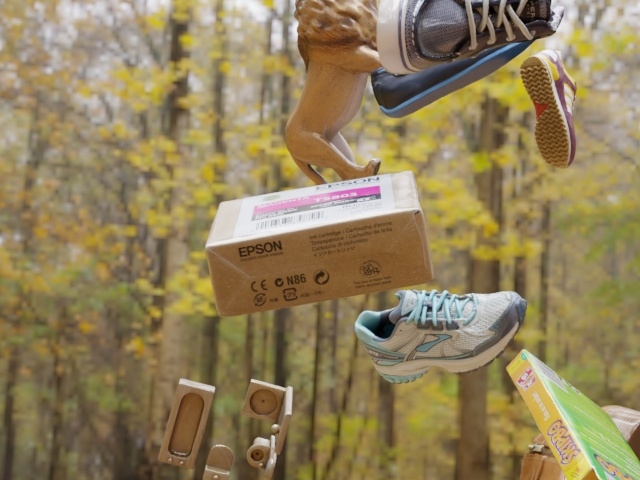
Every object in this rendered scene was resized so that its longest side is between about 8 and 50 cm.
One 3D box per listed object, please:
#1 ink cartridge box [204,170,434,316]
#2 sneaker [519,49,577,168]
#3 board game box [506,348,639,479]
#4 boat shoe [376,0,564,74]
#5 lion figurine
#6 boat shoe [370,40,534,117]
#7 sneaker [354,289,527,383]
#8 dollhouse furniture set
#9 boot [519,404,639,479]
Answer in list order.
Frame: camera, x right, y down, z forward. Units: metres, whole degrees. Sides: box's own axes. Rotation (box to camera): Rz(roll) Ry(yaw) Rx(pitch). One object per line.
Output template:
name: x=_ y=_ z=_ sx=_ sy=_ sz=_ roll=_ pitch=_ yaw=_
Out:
ink cartridge box: x=0.000 y=0.000 z=1.557 sx=0.235 sy=0.088 sz=0.193 roll=-10 pitch=16 yaw=3
sneaker: x=0.374 y=-0.207 z=2.210 sx=0.070 sy=0.185 sz=0.084 roll=-2 pitch=16 yaw=46
board game box: x=0.253 y=0.196 z=1.297 sx=0.124 sy=0.039 sz=0.259 roll=37 pitch=9 yaw=-18
boat shoe: x=0.196 y=-0.286 z=1.750 sx=0.158 sy=0.127 sz=0.340 roll=4 pitch=23 yaw=24
lion figurine: x=0.022 y=-0.227 z=2.228 sx=0.240 sy=0.392 sz=0.142 roll=25 pitch=15 yaw=16
boat shoe: x=0.193 y=-0.273 z=2.065 sx=0.258 sy=0.089 sz=0.109 roll=-26 pitch=-11 yaw=-5
sneaker: x=0.163 y=0.123 z=2.019 sx=0.283 sy=0.110 sz=0.122 roll=-23 pitch=-60 yaw=39
dollhouse furniture set: x=-0.129 y=0.259 z=1.879 sx=0.151 sy=0.144 sz=0.123 roll=15 pitch=10 yaw=-4
boot: x=0.268 y=0.307 z=1.619 sx=0.109 sy=0.283 sz=0.220 roll=35 pitch=-16 yaw=-14
